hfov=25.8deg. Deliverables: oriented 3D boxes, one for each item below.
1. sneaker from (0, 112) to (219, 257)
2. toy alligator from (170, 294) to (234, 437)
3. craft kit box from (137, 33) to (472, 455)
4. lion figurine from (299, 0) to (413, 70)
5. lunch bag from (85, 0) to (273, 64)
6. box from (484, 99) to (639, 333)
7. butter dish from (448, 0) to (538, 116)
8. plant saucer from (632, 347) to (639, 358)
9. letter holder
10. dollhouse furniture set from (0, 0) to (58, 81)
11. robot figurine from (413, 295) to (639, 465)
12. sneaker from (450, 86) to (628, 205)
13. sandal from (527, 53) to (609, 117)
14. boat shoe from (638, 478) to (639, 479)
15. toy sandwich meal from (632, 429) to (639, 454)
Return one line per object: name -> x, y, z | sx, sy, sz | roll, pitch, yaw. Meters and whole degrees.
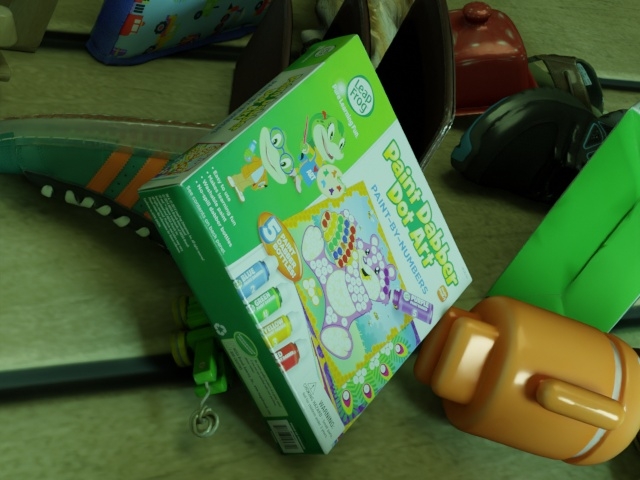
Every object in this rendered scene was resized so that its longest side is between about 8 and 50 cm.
sneaker -> -0.148, -0.043, 1.190 | 0.302, 0.121, 0.108 | 6, 8, -3
toy alligator -> -0.085, 0.093, 1.115 | 0.189, 0.056, 0.051 | -94, 164, -45
craft kit box -> 0.000, 0.000, 1.123 | 0.246, 0.061, 0.249 | -47, 118, -43
lion figurine -> 0.041, -0.329, 1.704 | 0.240, 0.142, 0.392 | 63, 18, -18
lunch bag -> -0.128, -0.303, 1.451 | 0.138, 0.221, 0.293 | 35, 32, 6
box -> 0.319, -0.031, 1.428 | 0.127, 0.262, 0.231 | 41, 32, 12
butter dish -> 0.184, -0.235, 1.696 | 0.160, 0.118, 0.160 | -5, 42, -11
plant saucer -> 0.359, 0.165, 1.280 | 0.199, 0.036, 0.198 | 31, -6, 4
letter holder -> 0.018, -0.152, 1.376 | 0.152, 0.214, 0.301 | 23, 33, -15
dollhouse furniture set -> -0.406, -0.295, 1.246 | 0.356, 0.173, 0.303 | 2, 42, -40
robot figurine -> 0.194, 0.124, 1.236 | 0.219, 0.158, 0.128 | 20, 56, -19
sneaker -> 0.299, -0.088, 1.621 | 0.341, 0.125, 0.139 | -1, 49, -38
sandal -> 0.336, -0.190, 1.825 | 0.303, 0.086, 0.120 | 32, 32, 0
boat shoe -> 0.382, 0.231, 1.214 | 0.229, 0.076, 0.080 | 16, 16, 38
toy sandwich meal -> 0.337, 0.197, 1.351 | 0.086, 0.029, 0.085 | 22, 33, -16
